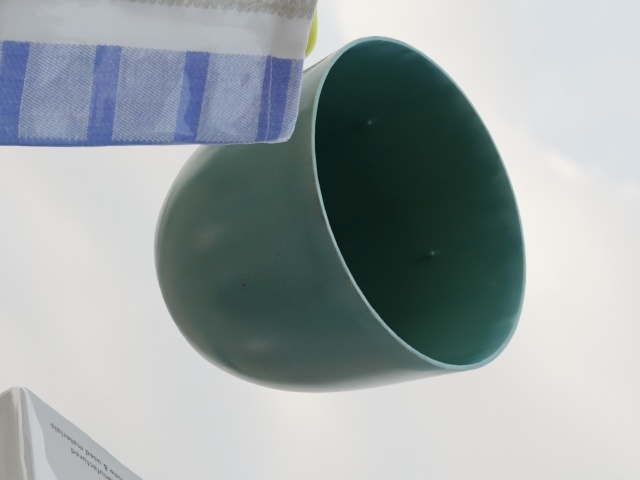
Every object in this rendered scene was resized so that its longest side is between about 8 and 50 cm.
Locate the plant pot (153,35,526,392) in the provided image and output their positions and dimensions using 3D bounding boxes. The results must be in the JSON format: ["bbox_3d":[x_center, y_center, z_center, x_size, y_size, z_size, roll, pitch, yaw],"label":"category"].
[{"bbox_3d":[0.000,0.000,1.694,0.235,0.293,0.293,-21,-72,36],"label":"plant pot"}]

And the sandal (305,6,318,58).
[{"bbox_3d":[-0.103,-0.232,2.058,0.317,0.138,0.126,157,-67,-74],"label":"sandal"}]

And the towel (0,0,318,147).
[{"bbox_3d":[-0.068,-0.179,0.992,0.034,0.209,0.285,33,-64,45],"label":"towel"}]

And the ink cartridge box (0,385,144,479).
[{"bbox_3d":[-0.241,0.340,1.267,0.166,0.285,0.395,45,22,-42],"label":"ink cartridge box"}]
